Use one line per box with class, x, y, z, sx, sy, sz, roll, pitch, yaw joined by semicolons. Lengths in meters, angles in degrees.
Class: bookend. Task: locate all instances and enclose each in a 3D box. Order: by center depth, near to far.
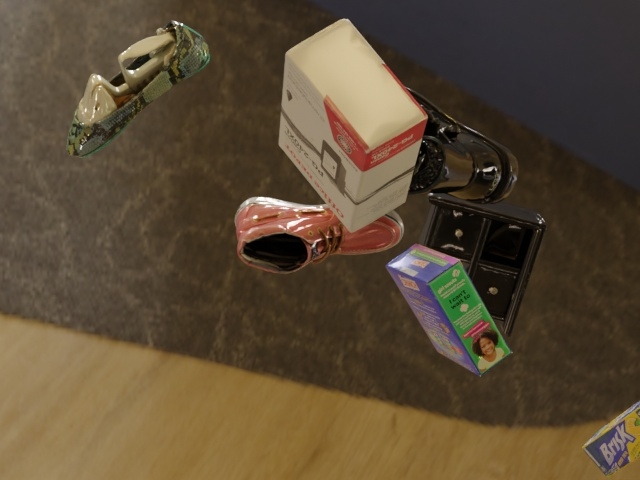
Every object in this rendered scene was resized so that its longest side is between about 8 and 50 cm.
bookend;0.190;0.023;1.677;0.157;0.156;0.072;15;15;-4

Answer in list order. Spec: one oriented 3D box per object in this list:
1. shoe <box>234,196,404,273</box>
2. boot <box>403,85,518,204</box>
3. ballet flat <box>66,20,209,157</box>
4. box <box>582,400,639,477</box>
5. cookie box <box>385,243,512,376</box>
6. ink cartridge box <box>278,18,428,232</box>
shoe;0.000;0.000;1.338;0.178;0.063;0.081;5;30;-5
boot;0.059;-0.109;1.302;0.246;0.094;0.207;29;11;30
ballet flat;-0.205;-0.164;1.359;0.188;0.070;0.070;-39;67;3
box;0.437;0.261;1.792;0.054;0.169;0.059;-33;78;-39
cookie box;0.117;0.062;1.190;0.040;0.092;0.107;-36;111;-12
ink cartridge box;0.023;-0.089;1.056;0.063;0.150;0.109;-33;71;-17
